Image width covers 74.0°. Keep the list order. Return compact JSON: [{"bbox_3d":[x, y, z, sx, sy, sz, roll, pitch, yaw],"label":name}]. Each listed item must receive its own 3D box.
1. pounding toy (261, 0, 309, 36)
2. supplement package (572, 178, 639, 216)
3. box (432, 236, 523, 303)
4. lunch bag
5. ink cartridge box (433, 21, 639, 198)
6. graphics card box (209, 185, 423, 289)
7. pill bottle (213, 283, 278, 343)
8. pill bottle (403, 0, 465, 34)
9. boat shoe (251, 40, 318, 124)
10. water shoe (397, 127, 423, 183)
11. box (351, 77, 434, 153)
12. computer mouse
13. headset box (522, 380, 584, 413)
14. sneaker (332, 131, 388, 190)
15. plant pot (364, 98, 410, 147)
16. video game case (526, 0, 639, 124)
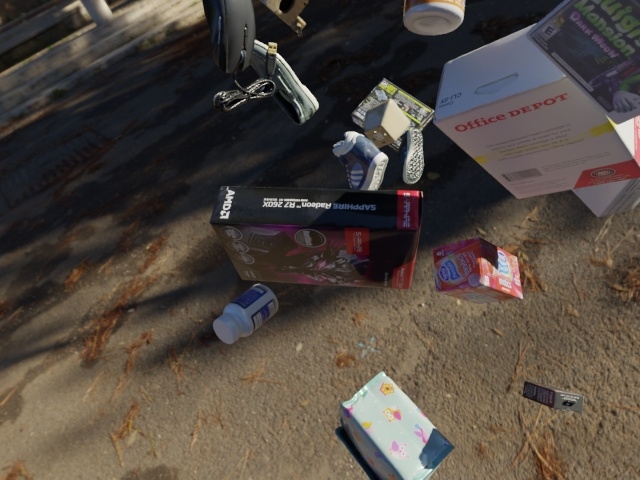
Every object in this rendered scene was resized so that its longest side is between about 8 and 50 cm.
[{"bbox_3d":[-0.083,-0.623,1.102,0.094,0.206,0.181,-47,74,19],"label":"pounding toy"},{"bbox_3d":[0.862,-0.240,1.286,0.145,0.204,0.261,-12,53,-14],"label":"supplement package"},{"bbox_3d":[0.412,0.086,1.105,0.128,0.257,0.122,-16,66,41],"label":"box"},{"bbox_3d":[0.153,0.465,0.978,0.160,0.262,0.223,-31,58,-24],"label":"lunch bag"},{"bbox_3d":[0.472,-0.257,0.904,0.279,0.385,0.160,-7,64,49],"label":"ink cartridge box"},{"bbox_3d":[0.000,0.000,0.830,0.371,0.232,0.094,4,59,8],"label":"graphics card box"},{"bbox_3d":[-0.225,0.221,1.273,0.112,0.112,0.187,6,28,35],"label":"pill bottle"},{"bbox_3d":[0.235,-0.545,0.856,0.121,0.216,0.121,4,4,0],"label":"pill bottle"},{"bbox_3d":[-0.142,-0.513,1.395,0.099,0.319,0.116,-57,29,-13],"label":"boat shoe"},{"bbox_3d":[0.303,-0.279,1.445,0.080,0.073,0.203,-17,60,61],"label":"water shoe"},{"bbox_3d":[0.298,-0.519,1.773,0.270,0.060,0.216,40,86,18],"label":"box"},{"bbox_3d":[-0.137,-0.391,0.832,0.060,0.262,0.184,22,37,29],"label":"computer mouse"},{"bbox_3d":[0.417,0.279,0.758,0.083,0.062,0.032,158,124,-75],"label":"headset box"},{"bbox_3d":[0.148,-0.320,1.828,0.236,0.322,0.130,43,61,16],"label":"sneaker"},{"bbox_3d":[0.201,-0.359,1.345,0.109,0.109,0.096,-12,46,48],"label":"plant pot"},{"bbox_3d":[0.385,-0.245,0.526,0.022,0.190,0.173,-52,7,-17],"label":"video game case"}]
